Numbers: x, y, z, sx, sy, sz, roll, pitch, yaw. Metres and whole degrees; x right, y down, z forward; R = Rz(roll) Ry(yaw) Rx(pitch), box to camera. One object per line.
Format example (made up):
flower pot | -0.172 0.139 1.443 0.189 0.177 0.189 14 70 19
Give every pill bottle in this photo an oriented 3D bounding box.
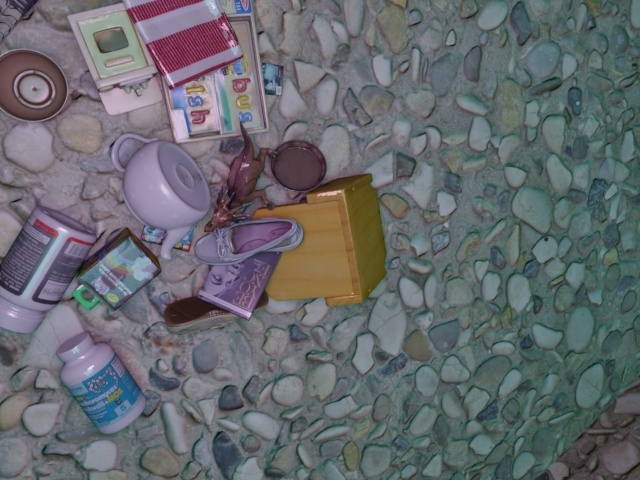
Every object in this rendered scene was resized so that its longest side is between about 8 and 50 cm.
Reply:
pill bottle | -0.701 0.073 1.263 0.161 0.161 0.283 32 88 -25
pill bottle | -0.599 0.381 1.376 0.146 0.146 0.264 -31 110 -14

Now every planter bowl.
planter bowl | -0.686 -0.362 1.208 0.162 0.109 0.162 -4 102 -22

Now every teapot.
teapot | -0.425 -0.128 1.321 0.187 0.256 0.252 -26 135 17

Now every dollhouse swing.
dollhouse swing | 0.000 0.000 1.592 0.315 0.305 0.346 -36 119 -57

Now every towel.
towel | -0.349 -0.566 1.243 0.237 0.037 0.329 -36 112 -29

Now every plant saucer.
plant saucer | -0.066 -0.217 1.504 0.169 0.029 0.168 3 73 -10

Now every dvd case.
dvd case | -0.232 0.098 1.467 0.165 0.018 0.221 24 75 5
dvd case | -0.166 -0.464 1.453 0.120 0.013 0.087 1 101 -21

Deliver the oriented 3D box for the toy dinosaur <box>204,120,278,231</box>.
toy dinosaur | -0.212 -0.161 1.362 0.127 0.200 0.295 15 110 18

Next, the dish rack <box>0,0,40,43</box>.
dish rack | -0.772 -0.526 1.122 0.208 0.074 0.271 43 74 -42

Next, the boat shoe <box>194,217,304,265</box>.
boat shoe | -0.210 -0.005 1.421 0.321 0.103 0.118 -8 74 9

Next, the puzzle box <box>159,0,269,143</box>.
puzzle box | -0.296 -0.478 1.367 0.272 0.052 0.408 -12 105 -17

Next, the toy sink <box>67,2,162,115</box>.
toy sink | -0.498 -0.442 1.257 0.153 0.131 0.234 -22 108 -17

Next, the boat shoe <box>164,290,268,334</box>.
boat shoe | -0.302 0.208 1.497 0.302 0.109 0.098 -14 146 -19

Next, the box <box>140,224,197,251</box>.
box | -0.425 -0.029 1.428 0.137 0.027 0.093 17 93 -24

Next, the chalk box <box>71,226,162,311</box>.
chalk box | -0.550 0.090 1.346 0.213 0.132 0.132 -40 114 -9
